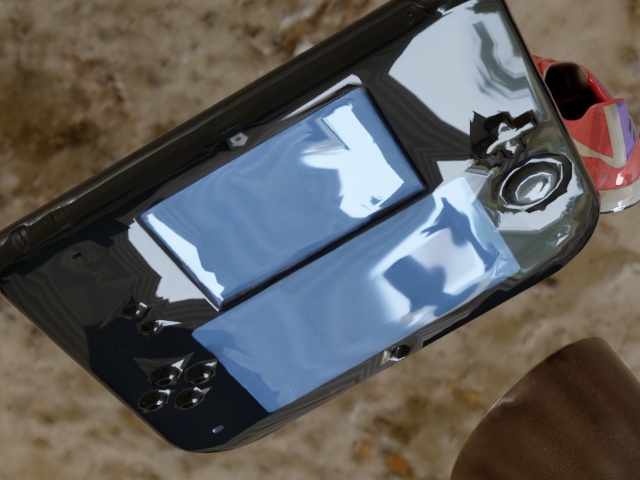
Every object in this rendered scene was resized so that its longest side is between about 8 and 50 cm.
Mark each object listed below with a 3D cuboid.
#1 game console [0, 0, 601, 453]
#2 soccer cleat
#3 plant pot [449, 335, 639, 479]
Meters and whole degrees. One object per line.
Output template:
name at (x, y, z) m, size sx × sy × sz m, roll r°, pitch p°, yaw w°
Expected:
game console at (0.000, 0.000, 1.239) m, size 0.386 × 0.060 × 0.342 m, roll -30°, pitch 147°, yaw 6°
soccer cleat at (0.220, -0.142, 1.685) m, size 0.108 × 0.318 × 0.116 m, roll -15°, pitch 123°, yaw -14°
plant pot at (0.279, 0.248, 1.657) m, size 0.230 × 0.215 × 0.215 m, roll 45°, pitch 146°, yaw 27°
